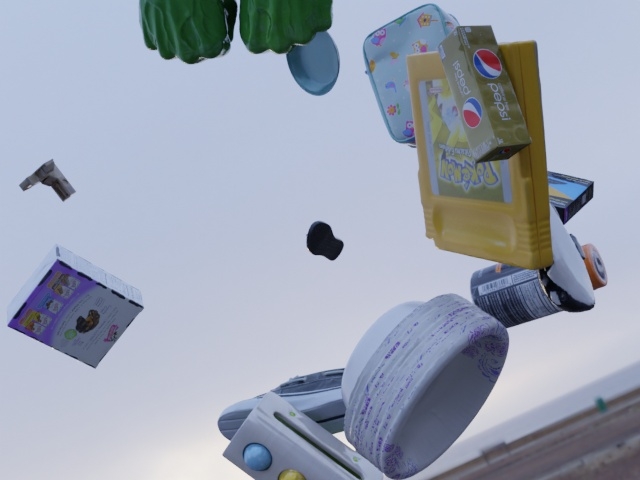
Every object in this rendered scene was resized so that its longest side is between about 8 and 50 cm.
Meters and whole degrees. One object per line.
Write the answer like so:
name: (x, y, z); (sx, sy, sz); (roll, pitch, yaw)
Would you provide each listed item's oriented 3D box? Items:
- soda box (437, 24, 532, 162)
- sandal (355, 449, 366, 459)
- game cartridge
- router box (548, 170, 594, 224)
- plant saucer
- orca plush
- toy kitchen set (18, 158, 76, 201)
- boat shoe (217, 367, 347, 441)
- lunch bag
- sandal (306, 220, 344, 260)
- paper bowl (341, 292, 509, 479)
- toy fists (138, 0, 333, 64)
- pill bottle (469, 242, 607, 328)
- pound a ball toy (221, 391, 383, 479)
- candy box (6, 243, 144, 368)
soda box: (0.222, -0.200, 1.233); (0.061, 0.181, 0.058); (-9, -14, -28)
sandal: (0.093, 0.567, 2.093); (0.086, 0.303, 0.120); (-12, -29, 19)
game cartridge: (0.234, -0.131, 1.380); (0.052, 0.324, 0.285); (-11, 11, -25)
router box: (0.468, -0.099, 1.918); (0.178, 0.046, 0.133); (18, 39, 36)
plant saucer: (-0.007, -0.286, 1.414); (0.021, 0.119, 0.119); (-25, -11, -37)
orca plush: (0.328, -0.004, 1.450); (0.102, 0.287, 0.151); (-32, 1, 32)
toy kitchen set: (-0.530, -0.113, 1.789); (0.068, 0.075, 0.083); (-33, 6, 34)
boat shoe: (-0.042, 0.332, 1.808); (0.335, 0.121, 0.119); (-12, 29, 19)
lunch bag: (0.214, -0.352, 1.948); (0.224, 0.279, 0.107); (-24, -15, 32)
sandal: (0.000, 0.000, 1.845); (0.067, 0.040, 0.179); (-54, -22, -2)
paper bowl: (0.143, 0.207, 1.370); (0.284, 0.148, 0.284); (-35, -36, -31)
toy fists: (-0.118, -0.318, 1.243); (0.279, 0.142, 0.096); (-3, 6, 12)
pill bottle: (0.426, 0.084, 1.761); (0.245, 0.131, 0.130); (-22, -11, 29)
pound a ball toy: (-0.037, 0.468, 1.689); (0.208, 0.319, 0.136); (-56, -5, 25)
candy box: (-0.463, 0.127, 1.715); (0.196, 0.070, 0.165); (34, -78, -30)
